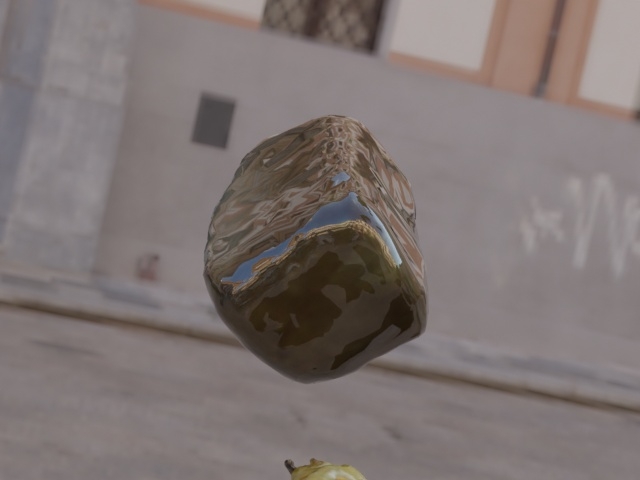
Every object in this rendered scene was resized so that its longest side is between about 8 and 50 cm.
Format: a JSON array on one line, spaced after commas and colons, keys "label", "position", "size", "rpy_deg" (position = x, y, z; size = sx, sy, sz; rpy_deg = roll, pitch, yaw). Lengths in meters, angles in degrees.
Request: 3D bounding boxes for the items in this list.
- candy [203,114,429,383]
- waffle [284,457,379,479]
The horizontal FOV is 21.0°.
[{"label": "candy", "position": [0.000, 0.000, 1.010], "size": [0.102, 0.104, 0.234], "rpy_deg": [56, 11, -19]}, {"label": "waffle", "position": [-0.021, 0.181, 0.646], "size": [0.056, 0.253, 0.249], "rpy_deg": [18, 35, 7]}]
